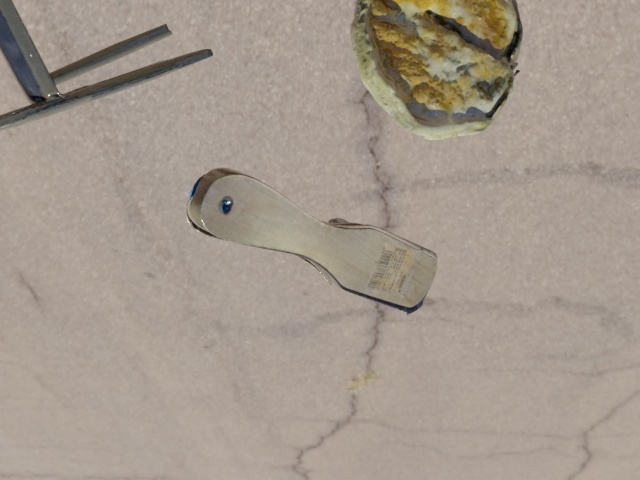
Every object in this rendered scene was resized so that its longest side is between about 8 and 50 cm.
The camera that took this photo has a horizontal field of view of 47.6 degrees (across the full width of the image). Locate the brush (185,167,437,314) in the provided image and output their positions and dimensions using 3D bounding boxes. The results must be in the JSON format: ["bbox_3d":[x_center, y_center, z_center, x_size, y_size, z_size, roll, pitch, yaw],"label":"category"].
[{"bbox_3d":[0.000,0.000,0.640,0.065,0.069,0.328,29,-175,38],"label":"brush"}]

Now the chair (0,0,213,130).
[{"bbox_3d":[-0.264,-0.193,0.612,0.272,0.166,0.188,-27,120,-14],"label":"chair"}]

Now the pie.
[{"bbox_3d":[0.201,-0.332,1.214,0.339,0.338,0.077,14,175,-16],"label":"pie"}]
